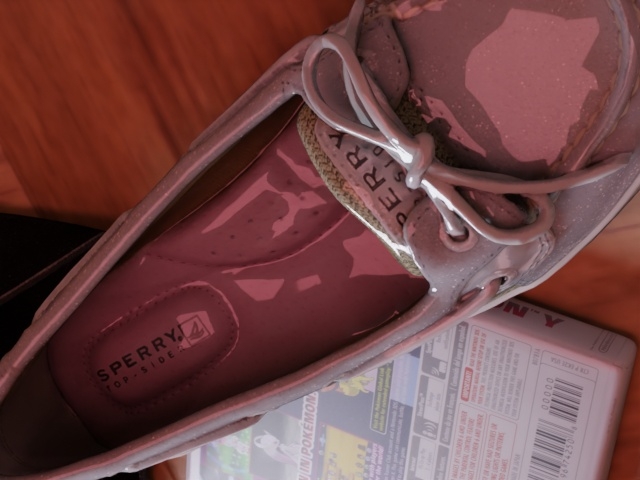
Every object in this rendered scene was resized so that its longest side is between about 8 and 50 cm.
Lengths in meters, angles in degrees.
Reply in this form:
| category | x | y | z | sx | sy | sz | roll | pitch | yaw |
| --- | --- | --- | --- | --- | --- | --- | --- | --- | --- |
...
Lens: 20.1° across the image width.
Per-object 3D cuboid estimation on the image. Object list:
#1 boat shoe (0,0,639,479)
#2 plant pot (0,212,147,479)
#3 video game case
| category | x | y | z | sx | sy | sz | roll | pitch | yaw |
| --- | --- | --- | --- | --- | --- | --- | --- | --- | --- |
| boat shoe | -0.002 | -0.001 | 0.642 | 0.320 | 0.103 | 0.118 | -33 | 91 | 31 |
| plant pot | -0.204 | 0.087 | 0.797 | 0.167 | 0.187 | 0.188 | 22 | 129 | 32 |
| video game case | 0.028 | 0.094 | 0.760 | 0.183 | 0.023 | 0.201 | 19 | 128 | 19 |
